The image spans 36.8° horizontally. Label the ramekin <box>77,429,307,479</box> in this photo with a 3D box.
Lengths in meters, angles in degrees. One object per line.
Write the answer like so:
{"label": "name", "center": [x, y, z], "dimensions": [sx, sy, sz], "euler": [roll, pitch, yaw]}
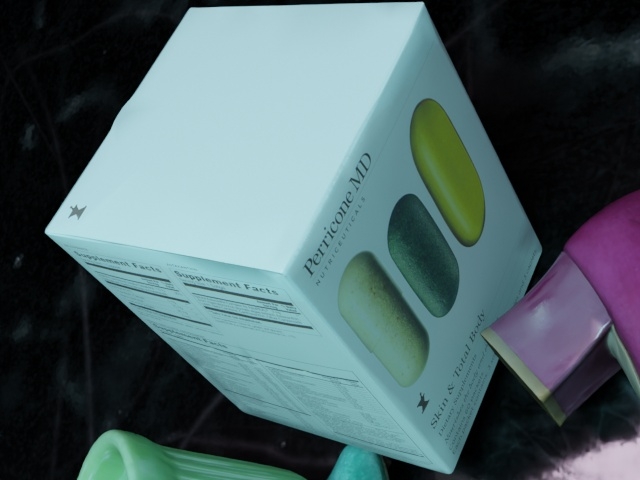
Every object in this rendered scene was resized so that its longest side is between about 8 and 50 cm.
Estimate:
{"label": "ramekin", "center": [-0.093, 0.289, 0.654], "dimensions": [0.303, 0.148, 0.304], "euler": [-169, 90, -68]}

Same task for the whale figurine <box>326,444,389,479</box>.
{"label": "whale figurine", "center": [0.060, 0.251, 0.638], "dimensions": [0.216, 0.141, 0.272], "euler": [-51, 51, 9]}

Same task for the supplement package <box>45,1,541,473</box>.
{"label": "supplement package", "center": [0.000, 0.000, 0.670], "dimensions": [0.198, 0.263, 0.199], "euler": [9, 61, 36]}

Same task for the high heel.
{"label": "high heel", "center": [0.274, 0.118, 0.563], "dimensions": [0.181, 0.127, 0.377], "euler": [-42, 61, 0]}
